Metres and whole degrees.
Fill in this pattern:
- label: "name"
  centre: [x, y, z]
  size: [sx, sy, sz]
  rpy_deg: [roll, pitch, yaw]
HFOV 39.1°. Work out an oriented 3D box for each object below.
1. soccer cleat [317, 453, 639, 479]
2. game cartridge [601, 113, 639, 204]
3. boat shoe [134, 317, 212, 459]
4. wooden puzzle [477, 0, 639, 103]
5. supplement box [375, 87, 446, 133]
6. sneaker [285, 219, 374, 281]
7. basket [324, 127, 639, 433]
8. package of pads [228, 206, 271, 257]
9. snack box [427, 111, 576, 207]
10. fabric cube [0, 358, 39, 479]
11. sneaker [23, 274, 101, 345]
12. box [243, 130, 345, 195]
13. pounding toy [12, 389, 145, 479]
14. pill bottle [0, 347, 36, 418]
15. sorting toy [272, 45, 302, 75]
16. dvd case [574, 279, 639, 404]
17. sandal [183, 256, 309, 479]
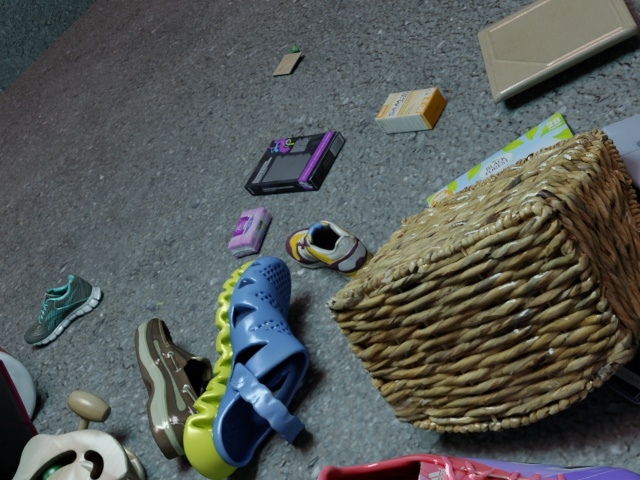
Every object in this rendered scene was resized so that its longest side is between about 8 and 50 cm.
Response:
- label: "soccer cleat"
  centre: [0.148, 0.247, 0.834]
  size: [0.318, 0.116, 0.108]
  rpy_deg: [-10, 41, 22]
- label: "game cartridge"
  centre: [0.430, -0.052, 0.917]
  size: [0.198, 0.062, 0.297]
  rpy_deg: [-17, 38, -11]
- label: "boat shoe"
  centre: [-0.197, 0.197, 1.284]
  size: [0.095, 0.095, 0.257]
  rpy_deg: [-25, 41, -1]
- label: "wooden puzzle"
  centre: [0.352, -0.308, 1.361]
  size: [0.221, 0.044, 0.239]
  rpy_deg: [-25, 32, 22]
- label: "supplement box"
  centre: [0.144, -0.208, 1.445]
  size: [0.098, 0.036, 0.062]
  rpy_deg: [-1, 50, 44]
- label: "sneaker"
  centre: [0.000, 0.000, 1.307]
  size: [0.185, 0.084, 0.069]
  rpy_deg: [15, 62, 50]
- label: "basket"
  centre: [0.202, 0.054, 0.955]
  size: [0.299, 0.213, 0.223]
  rpy_deg: [-29, 9, 39]
- label: "package of pads"
  centre: [-0.117, -0.013, 1.480]
  size: [0.050, 0.032, 0.083]
  rpy_deg: [-12, 43, 33]
- label: "snack box"
  centre: [0.246, -0.039, 1.116]
  size: [0.207, 0.070, 0.174]
  rpy_deg: [-32, 35, 19]
- label: "fabric cube"
  centre: [-0.557, 0.331, 1.216]
  size: [0.258, 0.259, 0.254]
  rpy_deg: [-1, 35, 16]
- label: "sneaker"
  centre: [-0.483, 0.122, 1.642]
  size: [0.166, 0.076, 0.065]
  rpy_deg: [-39, 33, 2]
- label: "box"
  centre: [-0.046, -0.132, 1.551]
  size: [0.162, 0.029, 0.116]
  rpy_deg: [-1, 50, 42]
- label: "pounding toy"
  centre: [-0.322, 0.349, 1.237]
  size: [0.154, 0.155, 0.269]
  rpy_deg: [11, 65, 16]
- label: "pill bottle"
  centre: [-0.633, 0.240, 1.562]
  size: [0.318, 0.176, 0.176]
  rpy_deg: [15, 62, 50]
- label: "sorting toy"
  centre: [-0.060, -0.370, 1.847]
  size: [0.062, 0.012, 0.083]
  rpy_deg: [0, 54, 50]
- label: "dvd case"
  centre: [0.350, 0.056, 0.966]
  size: [0.221, 0.018, 0.164]
  rpy_deg: [-45, 35, -8]
- label: "sandal"
  centre: [-0.070, 0.157, 1.178]
  size: [0.138, 0.126, 0.317]
  rpy_deg: [-14, 50, 28]
